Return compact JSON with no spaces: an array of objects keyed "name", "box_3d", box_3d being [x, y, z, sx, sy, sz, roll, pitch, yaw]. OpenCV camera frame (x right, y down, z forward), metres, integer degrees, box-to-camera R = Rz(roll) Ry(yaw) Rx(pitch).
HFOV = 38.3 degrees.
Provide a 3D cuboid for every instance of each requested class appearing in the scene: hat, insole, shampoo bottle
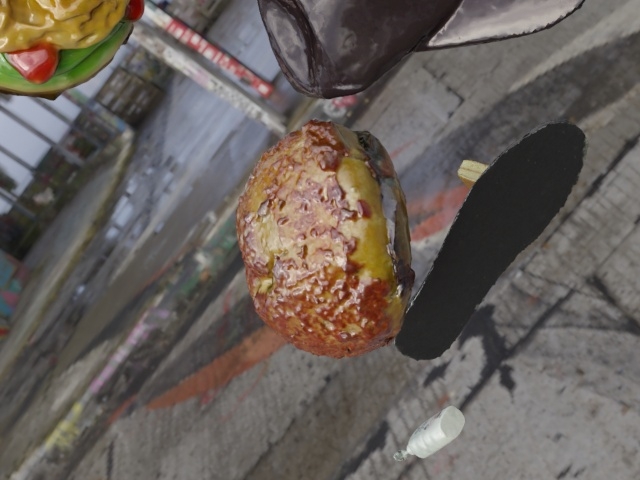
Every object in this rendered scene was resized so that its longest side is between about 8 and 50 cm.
[{"name":"hat","box_3d":[0.061,-0.276,0.778,0.336,0.209,0.238,-14,47,32]},{"name":"insole","box_3d":[0.176,0.005,0.980,0.309,0.110,0.012,-61,27,19]},{"name":"shampoo bottle","box_3d":[0.184,0.342,1.589,0.152,0.045,0.077,-49,-1,44]}]

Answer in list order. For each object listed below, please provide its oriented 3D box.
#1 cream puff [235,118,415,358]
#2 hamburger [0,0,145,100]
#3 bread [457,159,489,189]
[{"name":"cream puff","box_3d":[0.000,0.001,0.880,0.240,0.164,0.240,-179,90,-78]},{"name":"hamburger","box_3d":[-0.284,-0.264,0.905,0.237,0.237,0.149,-61,4,-21]},{"name":"bread","box_3d":[0.262,-0.082,1.386,0.090,0.094,0.035,21,81,35]}]
